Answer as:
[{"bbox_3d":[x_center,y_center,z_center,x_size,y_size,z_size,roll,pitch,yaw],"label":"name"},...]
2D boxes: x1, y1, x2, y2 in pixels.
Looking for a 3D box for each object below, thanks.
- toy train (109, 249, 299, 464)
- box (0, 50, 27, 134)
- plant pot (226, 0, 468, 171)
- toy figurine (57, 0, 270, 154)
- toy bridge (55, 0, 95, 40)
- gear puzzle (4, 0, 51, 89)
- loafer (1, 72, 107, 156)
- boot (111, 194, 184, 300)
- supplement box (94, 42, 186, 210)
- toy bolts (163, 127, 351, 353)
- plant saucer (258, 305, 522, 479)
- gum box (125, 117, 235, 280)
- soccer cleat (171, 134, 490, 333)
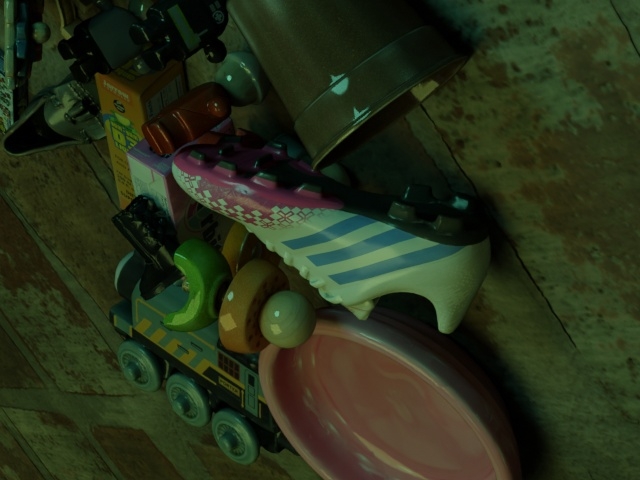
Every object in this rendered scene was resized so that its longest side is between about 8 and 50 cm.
[{"bbox_3d":[-0.130,0.135,2.089,0.334,0.142,0.190,32,137,31],"label":"toy train"},{"bbox_3d":[-0.418,-0.197,2.167,0.094,0.027,0.137,40,152,15],"label":"box"},{"bbox_3d":[0.014,-0.174,1.463,0.165,0.167,0.167,54,153,5],"label":"plant pot"},{"bbox_3d":[-0.153,-0.217,1.656,0.209,0.148,0.213,40,154,26],"label":"toy figurine"},{"bbox_3d":[-0.270,-0.280,1.852,0.063,0.026,0.188,46,153,9],"label":"toy bridge"},{"bbox_3d":[-0.303,-0.251,1.772,0.339,0.044,0.175,-136,48,-79],"label":"gear puzzle"},{"bbox_3d":[-0.300,-0.143,2.007,0.096,0.084,0.267,54,152,-13],"label":"loafer"},{"bbox_3d":[-0.193,0.008,1.862,0.099,0.045,0.121,48,145,-6],"label":"boot"},{"bbox_3d":[-0.193,-0.119,1.897,0.078,0.080,0.233,30,146,26],"label":"supplement box"},{"bbox_3d":[-0.040,-0.004,1.782,0.158,0.218,0.228,16,108,24],"label":"toy bolts"},{"bbox_3d":[0.086,0.192,1.866,0.332,0.084,0.332,27,144,22],"label":"plant saucer"},{"bbox_3d":[-0.146,-0.058,1.877,0.062,0.107,0.188,31,148,28],"label":"gum box"},{"bbox_3d":[0.000,0.000,1.634,0.331,0.116,0.143,17,114,17],"label":"soccer cleat"}]
